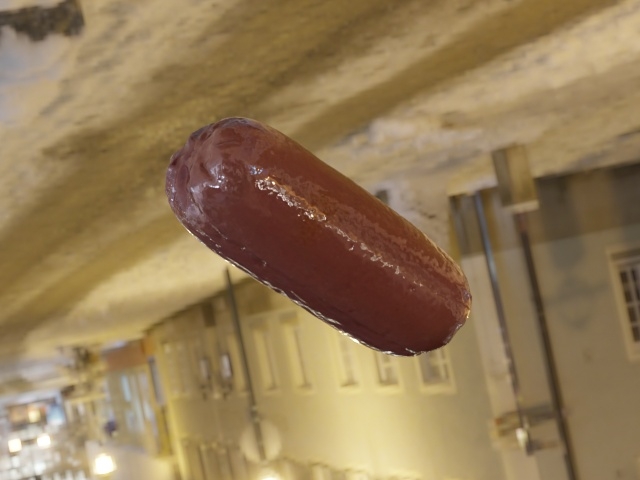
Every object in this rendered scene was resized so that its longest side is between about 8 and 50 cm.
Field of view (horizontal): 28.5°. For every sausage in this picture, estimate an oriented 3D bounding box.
[{"bbox_3d":[0.000,0.000,0.568,0.154,0.062,0.062,34,153,-26],"label":"sausage"}]
